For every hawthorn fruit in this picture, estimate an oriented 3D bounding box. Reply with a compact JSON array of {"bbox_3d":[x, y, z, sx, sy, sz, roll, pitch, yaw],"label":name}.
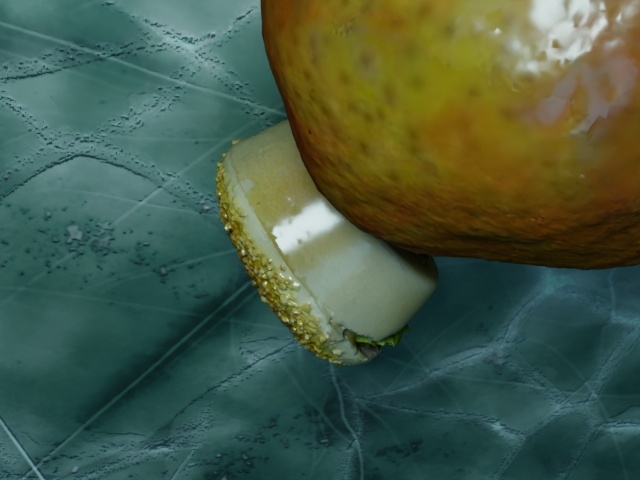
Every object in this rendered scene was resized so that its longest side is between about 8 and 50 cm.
[{"bbox_3d":[0.194,-0.170,0.937,0.471,0.472,0.472,-3,130,-4],"label":"hawthorn fruit"}]

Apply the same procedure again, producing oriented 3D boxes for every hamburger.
[{"bbox_3d":[0.000,0.000,1.184,0.170,0.302,0.302,-38,125,13],"label":"hamburger"}]
